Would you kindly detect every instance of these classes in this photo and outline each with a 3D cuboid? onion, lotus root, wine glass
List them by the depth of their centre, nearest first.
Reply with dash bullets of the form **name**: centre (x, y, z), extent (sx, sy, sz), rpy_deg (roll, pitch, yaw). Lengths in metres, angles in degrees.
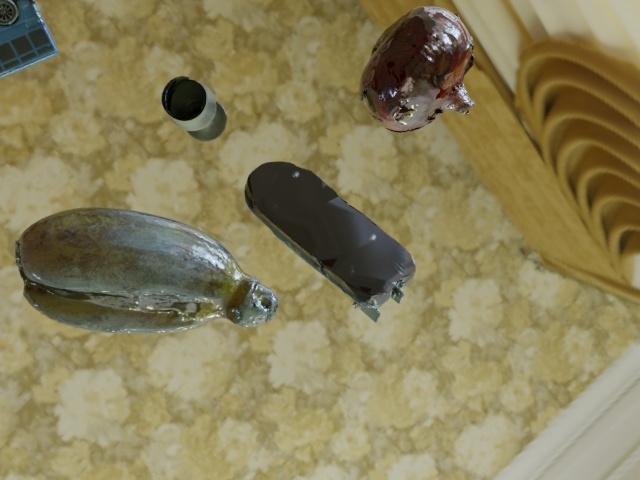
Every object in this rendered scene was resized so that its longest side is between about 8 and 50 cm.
- **lotus root**: centre (-0.211, 0.038, 1.061), extent (0.140, 0.322, 0.158), rpy_deg (-96, -162, -47)
- **wine glass**: centre (-0.200, -0.208, 1.353), extent (0.079, 0.079, 0.195), rpy_deg (-37, 178, 0)
- **onion**: centre (0.192, -0.307, 1.572), extent (0.252, 0.219, 0.252), rpy_deg (-58, 174, -9)

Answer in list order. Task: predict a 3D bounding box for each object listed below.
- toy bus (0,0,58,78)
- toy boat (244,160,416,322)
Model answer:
- **toy bus**: centre (-0.447, -0.254, 1.116), extent (0.185, 0.106, 0.090), rpy_deg (-26, -151, -8)
- **toy boat**: centre (0.000, 0.000, 1.308), extent (0.134, 0.299, 0.092), rpy_deg (-34, 154, -35)
